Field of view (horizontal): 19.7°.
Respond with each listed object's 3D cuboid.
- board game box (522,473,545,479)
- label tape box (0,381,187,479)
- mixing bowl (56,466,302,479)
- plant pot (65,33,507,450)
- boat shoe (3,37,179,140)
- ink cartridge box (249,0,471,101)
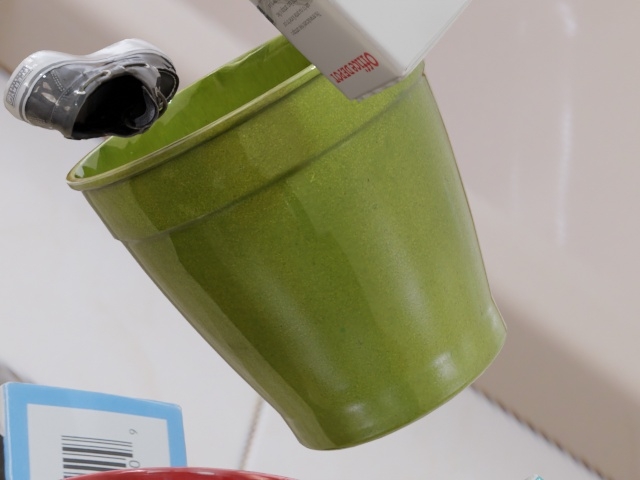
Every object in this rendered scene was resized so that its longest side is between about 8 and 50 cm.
[{"bbox_3d":[0.073,0.332,1.497,0.079,0.336,0.254,43,68,2],"label":"board game box"},{"bbox_3d":[-0.190,0.260,1.002,0.115,0.348,0.249,11,57,-34],"label":"label tape box"},{"bbox_3d":[-0.050,0.163,0.705,0.181,0.181,0.098,-13,111,-48],"label":"mixing bowl"},{"bbox_3d":[0.000,0.000,1.782,0.353,0.366,0.366,61,37,-12],"label":"plant pot"},{"bbox_3d":[-0.167,-0.117,1.506,0.076,0.080,0.228,32,14,18],"label":"boat shoe"},{"bbox_3d":[-0.009,-0.227,1.381,0.237,0.172,0.100,44,81,-7],"label":"ink cartridge box"}]
